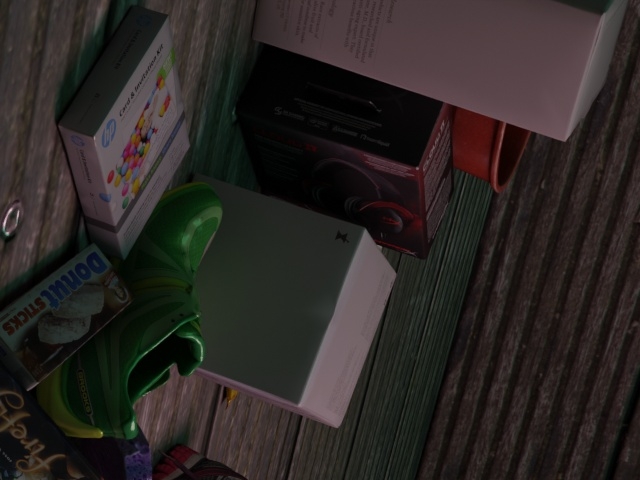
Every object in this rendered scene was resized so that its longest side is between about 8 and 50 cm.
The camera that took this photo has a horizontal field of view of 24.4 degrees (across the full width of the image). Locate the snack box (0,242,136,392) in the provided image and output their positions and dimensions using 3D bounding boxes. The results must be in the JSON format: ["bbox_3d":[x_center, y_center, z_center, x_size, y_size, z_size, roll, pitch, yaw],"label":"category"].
[{"bbox_3d":[-0.221,0.062,1.258,0.022,0.064,0.178,-36,-175,29],"label":"snack box"}]

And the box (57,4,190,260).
[{"bbox_3d":[-0.169,-0.093,1.312,0.186,0.038,0.145,86,25,-55],"label":"box"}]

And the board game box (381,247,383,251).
[{"bbox_3d":[0.099,-0.082,2.384,0.208,0.056,0.347,81,30,-54],"label":"board game box"}]

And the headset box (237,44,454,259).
[{"bbox_3d":[0.036,-0.109,1.720,0.293,0.218,0.110,78,33,-67],"label":"headset box"}]

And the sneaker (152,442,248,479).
[{"bbox_3d":[-0.169,0.326,1.705,0.299,0.112,0.121,-43,148,-63],"label":"sneaker"}]

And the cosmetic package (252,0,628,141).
[{"bbox_3d":[0.135,-0.256,1.604,0.197,0.365,0.155,-51,155,-58],"label":"cosmetic package"}]

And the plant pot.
[{"bbox_3d":[0.145,-0.230,1.894,0.272,0.265,0.272,19,90,-76],"label":"plant pot"}]

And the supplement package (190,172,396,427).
[{"bbox_3d":[-0.054,0.073,1.641,0.262,0.198,0.199,50,59,-75],"label":"supplement package"}]

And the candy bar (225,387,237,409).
[{"bbox_3d":[-0.106,0.147,1.917,0.040,0.018,0.161,-59,161,-54],"label":"candy bar"}]

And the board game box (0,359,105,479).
[{"bbox_3d":[-0.238,0.235,1.176,0.243,0.042,0.165,55,44,-28],"label":"board game box"}]

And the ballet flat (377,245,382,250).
[{"bbox_3d":[0.045,0.041,2.164,0.231,0.077,0.077,-60,154,-1],"label":"ballet flat"}]

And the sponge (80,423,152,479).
[{"bbox_3d":[-0.201,0.233,1.458,0.031,0.117,0.210,-20,138,-24],"label":"sponge"}]

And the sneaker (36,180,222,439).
[{"bbox_3d":[-0.155,0.072,1.400,0.109,0.123,0.295,89,23,-53],"label":"sneaker"}]
